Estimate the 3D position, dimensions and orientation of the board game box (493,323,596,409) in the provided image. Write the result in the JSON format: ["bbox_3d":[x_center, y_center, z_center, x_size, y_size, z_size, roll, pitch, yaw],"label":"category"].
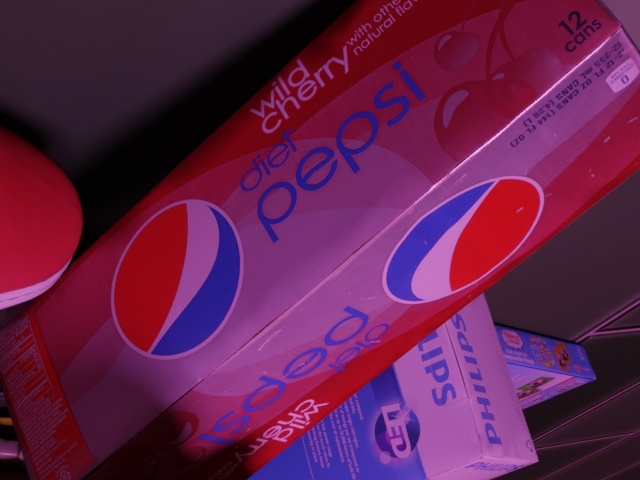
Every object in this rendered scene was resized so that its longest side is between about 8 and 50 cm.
[{"bbox_3d":[0.118,0.125,0.915,0.160,0.039,0.211,-29,154,29],"label":"board game box"}]

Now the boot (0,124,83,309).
[{"bbox_3d":[-0.125,-0.055,0.297,0.176,0.088,0.244,-29,150,26],"label":"boot"}]

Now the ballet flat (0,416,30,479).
[{"bbox_3d":[-0.200,0.137,0.699,0.231,0.077,0.077,2,128,-11],"label":"ballet flat"}]

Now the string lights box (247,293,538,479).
[{"bbox_3d":[0.001,0.129,0.728,0.259,0.133,0.077,-28,152,28],"label":"string lights box"}]

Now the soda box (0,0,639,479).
[{"bbox_3d":[0.000,0.000,0.409,0.263,0.083,0.092,-40,148,14],"label":"soda box"}]

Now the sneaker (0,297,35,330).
[{"bbox_3d":[-0.089,0.044,0.562,0.151,0.094,0.256,-34,147,-15],"label":"sneaker"}]
